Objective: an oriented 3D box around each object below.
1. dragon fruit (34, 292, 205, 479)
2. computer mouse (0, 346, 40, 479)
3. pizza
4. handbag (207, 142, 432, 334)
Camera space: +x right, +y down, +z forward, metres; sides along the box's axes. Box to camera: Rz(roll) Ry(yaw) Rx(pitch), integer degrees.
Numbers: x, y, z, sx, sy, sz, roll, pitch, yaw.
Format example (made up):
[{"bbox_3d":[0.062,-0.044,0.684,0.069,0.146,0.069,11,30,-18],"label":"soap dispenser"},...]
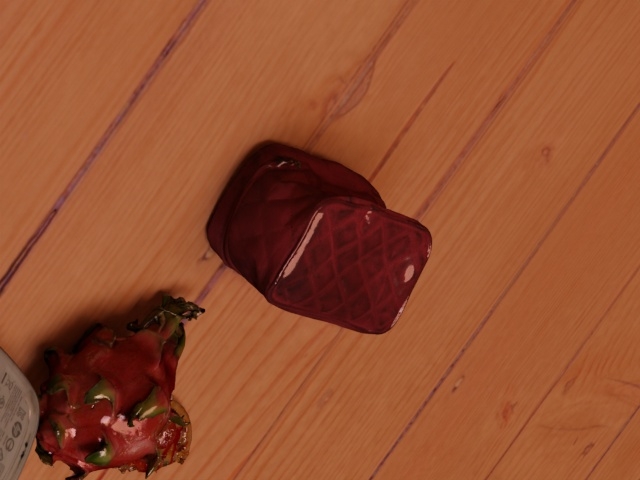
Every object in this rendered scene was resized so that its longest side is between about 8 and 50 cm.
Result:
[{"bbox_3d":[-0.189,0.144,1.855,0.236,0.135,0.137,-42,141,-44],"label":"dragon fruit"},{"bbox_3d":[-0.358,0.138,1.674,0.288,0.097,0.159,58,44,-52],"label":"computer mouse"},{"bbox_3d":[-0.163,0.220,2.022,0.100,0.029,0.099,-52,145,0],"label":"pizza"},{"bbox_3d":[0.000,0.000,1.931,0.225,0.135,0.146,18,106,-48],"label":"handbag"}]
